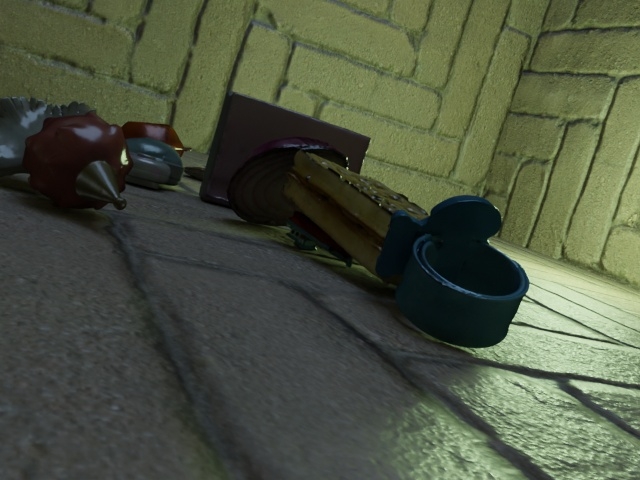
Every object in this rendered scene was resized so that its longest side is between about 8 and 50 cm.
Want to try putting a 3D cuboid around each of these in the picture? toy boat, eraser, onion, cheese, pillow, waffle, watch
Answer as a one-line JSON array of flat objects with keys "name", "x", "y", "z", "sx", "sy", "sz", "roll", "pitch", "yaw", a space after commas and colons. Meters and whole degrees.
[{"name": "toy boat", "x": 0.000, "y": 0.000, "z": 1.300, "sx": 0.173, "sy": 0.058, "sz": 0.069, "roll": 30, "pitch": 14, "yaw": 33}, {"name": "eraser", "x": -0.089, "y": -0.188, "z": 1.638, "sx": 0.359, "sy": 0.272, "sz": 0.122, "roll": 13, "pitch": 9, "yaw": -20}, {"name": "onion", "x": -0.082, "y": -0.144, "z": 1.420, "sx": 0.248, "sy": 0.250, "sz": 0.111, "roll": 0, "pitch": 54, "yaw": -22}, {"name": "cheese", "x": -0.510, "y": -0.256, "z": 1.773, "sx": 0.329, "sy": 0.129, "sz": 0.217, "roll": 2, "pitch": 8, "yaw": -12}, {"name": "pillow", "x": -0.294, "y": -0.189, "z": 2.055, "sx": 0.248, "sy": 0.049, "sz": 0.135, "roll": 13, "pitch": 6, "yaw": 3}, {"name": "waffle", "x": 0.110, "y": -0.033, "z": 1.240, "sx": 0.261, "sy": 0.114, "sz": 0.376, "roll": 22, "pitch": 15, "yaw": -40}, {"name": "watch", "x": 0.186, "y": 0.058, "z": 0.945, "sx": 0.211, "sy": 0.211, "sz": 0.193, "roll": 15, "pitch": 30, "yaw": -15}]

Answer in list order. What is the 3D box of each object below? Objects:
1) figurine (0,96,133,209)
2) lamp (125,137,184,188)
[{"name": "figurine", "x": -0.393, "y": -0.124, "z": 1.031, "sx": 0.387, "sy": 0.166, "sz": 0.207, "roll": 24, "pitch": 44, "yaw": 32}, {"name": "lamp", "x": -0.414, "y": -0.190, "z": 1.579, "sx": 0.180, "sy": 0.107, "sz": 0.246, "roll": 11, "pitch": 9, "yaw": -12}]
